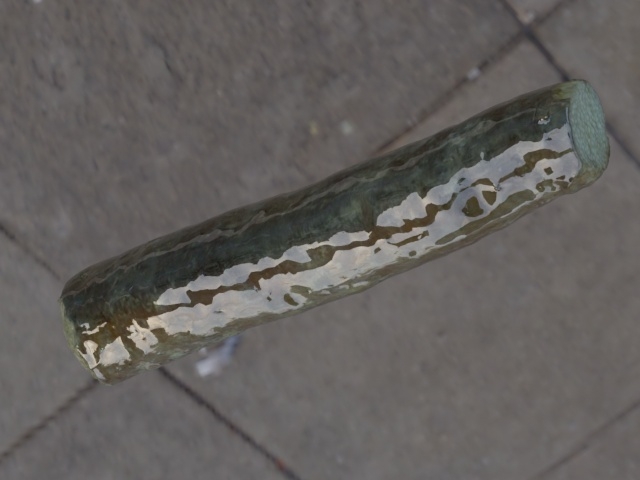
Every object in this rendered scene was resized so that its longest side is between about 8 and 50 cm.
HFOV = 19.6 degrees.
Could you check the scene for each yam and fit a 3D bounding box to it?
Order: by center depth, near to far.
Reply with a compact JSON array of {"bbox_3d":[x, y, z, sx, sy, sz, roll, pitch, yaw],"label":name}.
[{"bbox_3d":[0.000,0.000,0.810,0.274,0.061,0.061,-21,130,28],"label":"yam"}]
